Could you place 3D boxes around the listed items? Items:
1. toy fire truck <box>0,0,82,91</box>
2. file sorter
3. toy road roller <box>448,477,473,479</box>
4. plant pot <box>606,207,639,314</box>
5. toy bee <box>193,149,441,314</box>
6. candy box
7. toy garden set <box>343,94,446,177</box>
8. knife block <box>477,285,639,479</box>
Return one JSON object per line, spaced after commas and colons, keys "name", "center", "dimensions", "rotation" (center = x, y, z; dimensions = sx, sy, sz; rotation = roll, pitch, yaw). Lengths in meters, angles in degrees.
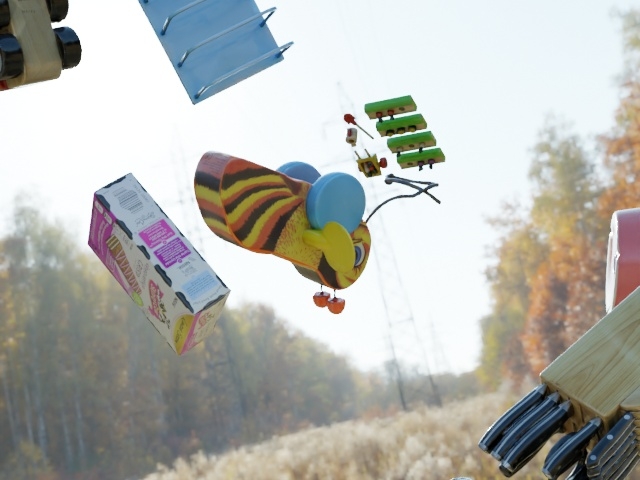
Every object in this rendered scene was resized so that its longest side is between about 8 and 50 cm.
{"name": "toy fire truck", "center": [-0.437, -0.305, 1.267], "dimensions": [0.246, 0.217, 0.159], "rotation": [-4, 14, 43]}
{"name": "file sorter", "center": [-0.118, -0.253, 1.017], "dimensions": [0.118, 0.170, 0.104], "rotation": [-29, 7, -14]}
{"name": "toy road roller", "center": [0.191, 0.604, 1.824], "dimensions": [0.330, 0.202, 0.240], "rotation": [-17, 0, 7]}
{"name": "plant pot", "center": [0.626, 0.050, 1.635], "dimensions": [0.243, 0.274, 0.275], "rotation": [3, -7, 13]}
{"name": "toy bee", "center": [0.000, 0.000, 1.018], "dimensions": [0.299, 0.162, 0.195], "rotation": [8, 7, -18]}
{"name": "candy box", "center": [-0.241, 0.037, 1.382], "dimensions": [0.071, 0.233, 0.159], "rotation": [-35, -14, -30]}
{"name": "toy garden set", "center": [0.148, -0.218, 2.133], "dimensions": [0.204, 0.049, 0.244], "rotation": [-8, -32, 24]}
{"name": "knife block", "center": [0.300, 0.166, 1.060], "dimensions": [0.242, 0.275, 0.088], "rotation": [-8, -51, 15]}
